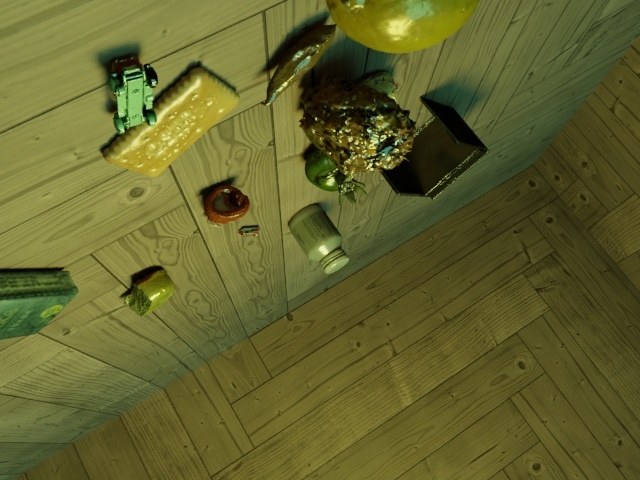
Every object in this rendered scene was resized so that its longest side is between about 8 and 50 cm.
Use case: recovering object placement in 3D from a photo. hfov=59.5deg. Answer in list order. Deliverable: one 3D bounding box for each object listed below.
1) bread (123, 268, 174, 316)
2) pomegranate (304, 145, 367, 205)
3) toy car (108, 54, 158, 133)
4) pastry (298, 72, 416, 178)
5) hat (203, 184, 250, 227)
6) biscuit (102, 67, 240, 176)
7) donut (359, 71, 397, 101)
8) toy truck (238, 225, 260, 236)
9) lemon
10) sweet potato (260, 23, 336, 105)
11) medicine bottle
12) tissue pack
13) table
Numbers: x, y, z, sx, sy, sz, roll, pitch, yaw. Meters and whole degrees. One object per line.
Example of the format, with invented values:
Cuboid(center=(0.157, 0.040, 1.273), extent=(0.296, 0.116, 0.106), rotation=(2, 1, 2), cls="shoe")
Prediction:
Cuboid(center=(-0.478, 0.143, 1.590), extent=(0.125, 0.086, 0.156), rotation=(-32, 171, -45), cls="bread")
Cuboid(center=(0.044, -0.181, 1.474), extent=(0.131, 0.191, 0.152), rotation=(8, 137, -42), cls="pomegranate")
Cuboid(center=(-0.303, -0.230, 0.902), extent=(0.073, 0.054, 0.143), rotation=(-25, 166, -24), cls="toy car")
Cuboid(center=(0.073, -0.242, 1.242), extent=(0.193, 0.275, 0.275), rotation=(-64, 158, 7), cls="pastry")
Cuboid(center=(-0.248, -0.070, 1.414), extent=(0.112, 0.093, 0.162), rotation=(-13, 162, -25), cls="hat")
Cuboid(center=(-0.273, -0.212, 1.049), extent=(0.249, 0.030, 0.160), rotation=(-38, 163, 12), cls="biscuit")
Cuboid(center=(0.145, -0.353, 1.389), extent=(0.108, 0.065, 0.166), rotation=(-32, 164, -10), cls="donut")
Cuboid(center=(-0.215, -0.029, 1.705), extent=(0.083, 0.024, 0.032), rotation=(-2, 115, -56), cls="toy truck")
Cuboid(center=(0.134, -0.418, 0.893), extent=(0.263, 0.236, 0.236), rotation=(5, 140, -46), cls="lemon")
Cuboid(center=(-0.046, -0.339, 1.066), extent=(0.206, 0.060, 0.068), rotation=(-47, 174, 16), cls="sweet potato")
Cuboid(center=(0.000, 0.000, 1.858), extent=(0.135, 0.215, 0.135), rotation=(-31, 164, -10), cls="medicine bottle")
Cuboid(center=(-0.682, 0.143, 1.194), extent=(0.185, 0.081, 0.257), rotation=(-40, 164, 19), cls="tissue pack")
Cuboid(center=(0.336, -0.277, 1.749), extent=(0.250, 0.196, 0.282), rotation=(-41, 162, 27), cls="table")
